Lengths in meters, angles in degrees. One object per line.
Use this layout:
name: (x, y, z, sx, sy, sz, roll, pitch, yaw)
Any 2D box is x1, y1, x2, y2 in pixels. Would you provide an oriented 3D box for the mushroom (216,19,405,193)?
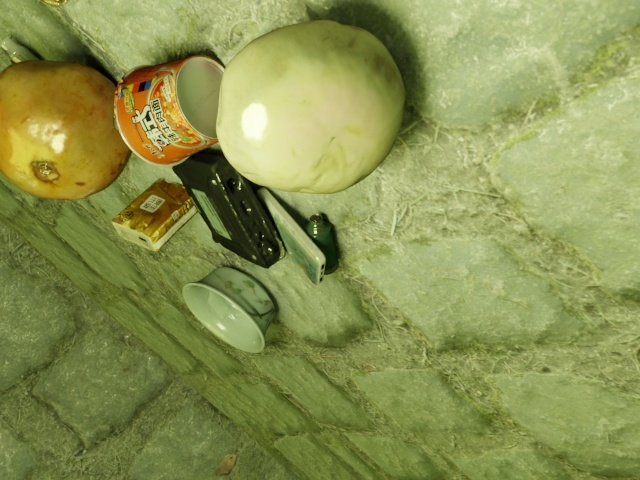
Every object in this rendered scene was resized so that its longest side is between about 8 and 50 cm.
mushroom: (-0.028, -0.234, 1.169, 0.353, 0.353, 0.324, 0, 117, 46)

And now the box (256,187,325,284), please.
box: (-0.082, -0.012, 1.680, 0.285, 0.044, 0.142, 49, 155, 24)

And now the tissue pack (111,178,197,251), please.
tissue pack: (-0.499, -0.082, 1.919, 0.183, 0.226, 0.091, 20, 146, 28)

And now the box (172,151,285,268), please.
box: (-0.270, -0.092, 1.746, 0.350, 0.091, 0.359, 18, 141, 53)

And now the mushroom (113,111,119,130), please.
mushroom: (-0.432, -0.331, 1.567, 0.117, 0.188, 0.141, 28, 149, 9)

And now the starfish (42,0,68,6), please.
starfish: (-0.736, -0.662, 1.576, 0.210, 0.053, 0.150, 41, 144, -1)

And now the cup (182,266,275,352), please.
cup: (-0.292, 0.217, 2.158, 0.347, 0.163, 0.347, 27, 148, 19)

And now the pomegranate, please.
pomegranate: (-0.716, -0.310, 1.734, 0.412, 0.411, 0.411, 26, 147, 19)

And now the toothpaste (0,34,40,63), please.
toothpaste: (-0.827, -0.483, 1.896, 0.323, 0.066, 0.100, 44, 144, -18)

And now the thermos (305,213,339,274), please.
thermos: (0.004, 0.002, 1.676, 0.073, 0.083, 0.187, -1, 136, 11)

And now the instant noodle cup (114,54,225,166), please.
instant noodle cup: (-0.321, -0.311, 1.447, 0.192, 0.250, 0.250, -8, 127, 39)
